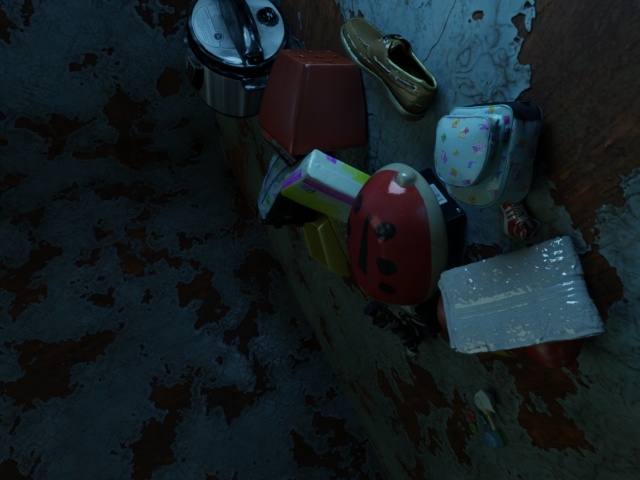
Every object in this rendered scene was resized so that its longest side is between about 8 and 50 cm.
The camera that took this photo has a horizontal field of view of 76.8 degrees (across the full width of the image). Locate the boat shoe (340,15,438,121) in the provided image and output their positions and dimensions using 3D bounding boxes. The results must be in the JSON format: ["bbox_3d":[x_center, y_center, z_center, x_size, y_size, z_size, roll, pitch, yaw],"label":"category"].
[{"bbox_3d":[0.164,-0.424,0.932,0.307,0.110,0.104,52,156,12],"label":"boat shoe"}]

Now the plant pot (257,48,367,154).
[{"bbox_3d":[-0.018,-0.432,1.218,0.267,0.267,0.236,49,141,44],"label":"plant pot"}]

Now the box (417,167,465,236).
[{"bbox_3d":[0.271,-0.074,1.059,0.156,0.093,0.158,59,162,23],"label":"box"}]

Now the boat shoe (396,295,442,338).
[{"bbox_3d":[0.285,0.194,1.319,0.158,0.127,0.340,56,178,-21],"label":"boat shoe"}]

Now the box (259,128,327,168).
[{"bbox_3d":[-0.085,-0.390,1.513,0.293,0.201,0.057,51,180,40],"label":"box"}]

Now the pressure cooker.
[{"bbox_3d":[-0.306,-0.714,1.501,0.370,0.375,0.420,29,161,-5],"label":"pressure cooker"}]

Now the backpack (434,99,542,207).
[{"bbox_3d":[0.303,-0.154,0.749,0.166,0.144,0.188,30,132,60],"label":"backpack"}]

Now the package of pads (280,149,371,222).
[{"bbox_3d":[0.047,-0.153,1.259,0.229,0.296,0.101,-17,54,62],"label":"package of pads"}]

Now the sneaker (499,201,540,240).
[{"bbox_3d":[0.395,-0.054,0.802,0.067,0.042,0.118,42,158,61],"label":"sneaker"}]

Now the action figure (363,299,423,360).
[{"bbox_3d":[0.275,0.302,1.380,0.285,0.099,0.185,36,-156,-36],"label":"action figure"}]

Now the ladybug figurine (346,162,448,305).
[{"bbox_3d":[0.173,0.008,1.023,0.305,0.162,0.449,50,157,38],"label":"ladybug figurine"}]

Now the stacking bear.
[{"bbox_3d":[0.412,0.178,0.875,0.289,0.164,0.175,17,129,62],"label":"stacking bear"}]

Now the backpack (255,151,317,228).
[{"bbox_3d":[-0.104,-0.230,1.671,0.355,0.290,0.273,136,126,-63],"label":"backpack"}]

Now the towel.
[{"bbox_3d":[0.368,0.116,0.792,0.282,0.049,0.187,-27,59,41],"label":"towel"}]

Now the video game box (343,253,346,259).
[{"bbox_3d":[0.117,-0.021,1.647,0.205,0.048,0.187,67,160,0],"label":"video game box"}]

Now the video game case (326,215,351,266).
[{"bbox_3d":[0.127,-0.058,1.495,0.248,0.035,0.275,-31,83,57],"label":"video game case"}]

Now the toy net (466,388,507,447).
[{"bbox_3d":[0.500,0.524,1.225,0.122,0.045,0.232,38,145,60],"label":"toy net"}]

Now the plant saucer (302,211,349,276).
[{"bbox_3d":[0.000,0.000,1.958,0.333,0.081,0.333,32,143,61],"label":"plant saucer"}]
